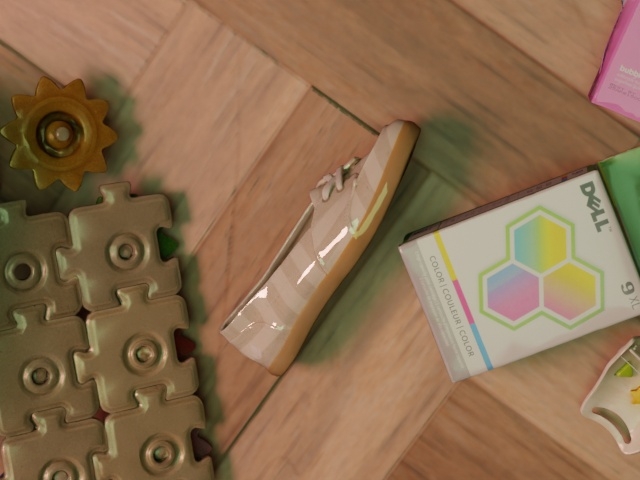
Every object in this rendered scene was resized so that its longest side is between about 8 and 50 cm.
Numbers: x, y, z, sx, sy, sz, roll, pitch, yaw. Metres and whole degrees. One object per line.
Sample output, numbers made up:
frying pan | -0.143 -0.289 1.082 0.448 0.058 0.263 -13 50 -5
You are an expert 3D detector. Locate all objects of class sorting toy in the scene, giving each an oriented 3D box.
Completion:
sorting toy | 0.234 0.119 1.084 0.083 0.045 0.075 43 109 -1

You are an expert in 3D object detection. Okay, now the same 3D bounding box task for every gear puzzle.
gear puzzle | -0.188 0.046 1.106 0.175 0.044 0.339 -12 98 -21

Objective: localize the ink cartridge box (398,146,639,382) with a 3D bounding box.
ink cartridge box | 0.173 0.013 1.062 0.209 0.062 0.109 -21 95 10

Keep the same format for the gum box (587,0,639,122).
gum box | 0.286 -0.116 1.025 0.188 0.062 0.107 23 101 4

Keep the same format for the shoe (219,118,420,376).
shoe | 0.000 0.000 1.077 0.058 0.076 0.219 31 104 -3
